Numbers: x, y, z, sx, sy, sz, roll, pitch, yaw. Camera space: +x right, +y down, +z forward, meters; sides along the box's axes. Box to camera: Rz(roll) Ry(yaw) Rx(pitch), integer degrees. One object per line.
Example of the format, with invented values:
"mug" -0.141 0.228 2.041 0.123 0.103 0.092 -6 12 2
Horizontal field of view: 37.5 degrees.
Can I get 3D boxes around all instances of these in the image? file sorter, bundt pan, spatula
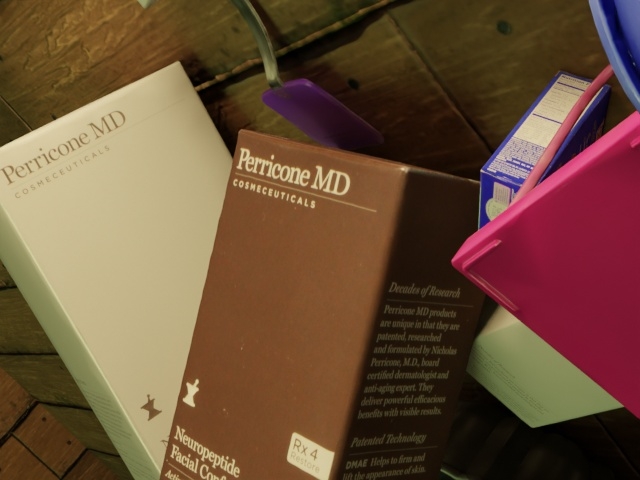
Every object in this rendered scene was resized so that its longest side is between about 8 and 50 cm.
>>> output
"file sorter" 0.265 0.007 0.487 0.291 0.182 0.202 39 151 -2
"bundt pan" 0.207 0.293 1.037 0.331 0.124 0.330 28 151 18
"spatula" -0.061 -0.177 0.763 0.296 0.030 0.084 50 152 -21

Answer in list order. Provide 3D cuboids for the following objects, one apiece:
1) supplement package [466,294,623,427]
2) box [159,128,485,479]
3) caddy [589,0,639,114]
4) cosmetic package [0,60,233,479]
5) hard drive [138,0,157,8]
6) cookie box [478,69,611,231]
"supplement package" 0.199 0.063 0.729 0.105 0.105 0.179 42 153 -4
"box" -0.002 0.118 0.754 0.143 0.381 0.191 10 -175 -45
"caddy" 0.250 -0.081 0.299 0.341 0.241 0.179 40 179 -2
"cosmetic package" -0.153 0.051 0.912 0.156 0.217 0.385 -3 119 61
"hard drive" -0.191 -0.337 0.599 0.353 0.047 0.233 50 159 -8
"cookie box" 0.148 -0.044 0.629 0.040 0.107 0.091 27 149 26
